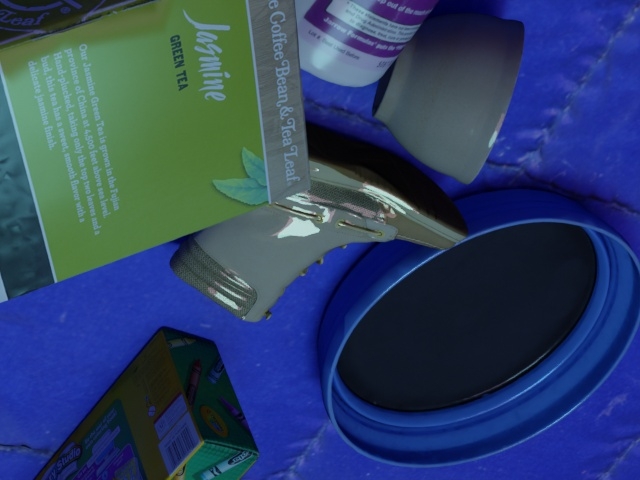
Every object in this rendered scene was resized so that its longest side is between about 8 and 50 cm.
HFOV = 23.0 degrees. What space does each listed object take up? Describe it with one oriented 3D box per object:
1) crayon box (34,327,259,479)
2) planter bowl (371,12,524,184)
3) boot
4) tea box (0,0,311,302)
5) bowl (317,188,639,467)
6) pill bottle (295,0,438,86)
[{"bbox_3d":[-0.197,0.251,1.683,0.081,0.165,0.278,21,120,-39],"label":"crayon box"},{"bbox_3d":[0.112,-0.145,1.478,0.109,0.162,0.162,17,126,-6],"label":"planter bowl"},{"bbox_3d":[0.000,0.000,1.585,0.262,0.095,0.203,20,119,-32],"label":"boot"},{"bbox_3d":[-0.220,-0.156,1.146,0.323,0.329,0.220,-21,137,-16],"label":"tea box"},{"bbox_3d":[0.178,0.101,1.787,0.391,0.077,0.391,-14,136,-14],"label":"bowl"},{"bbox_3d":[0.061,-0.289,1.289,0.169,0.169,0.301,17,122,-37],"label":"pill bottle"}]
